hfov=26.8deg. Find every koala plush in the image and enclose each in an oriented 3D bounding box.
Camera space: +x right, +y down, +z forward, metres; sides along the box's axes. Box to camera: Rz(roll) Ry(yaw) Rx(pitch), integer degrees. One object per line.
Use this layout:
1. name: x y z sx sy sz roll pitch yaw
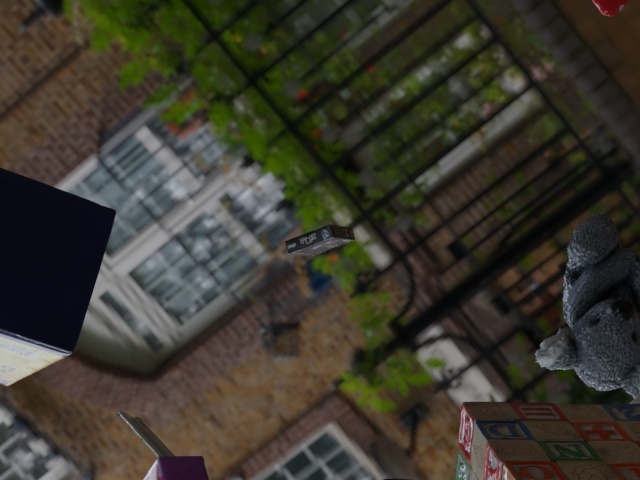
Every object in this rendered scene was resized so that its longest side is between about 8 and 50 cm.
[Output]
1. koala plush: 0.400 0.121 1.838 0.196 0.203 0.221 21 -135 4

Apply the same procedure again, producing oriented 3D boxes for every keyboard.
1. keyboard: -0.172 0.319 1.765 0.256 0.014 0.072 44 179 15

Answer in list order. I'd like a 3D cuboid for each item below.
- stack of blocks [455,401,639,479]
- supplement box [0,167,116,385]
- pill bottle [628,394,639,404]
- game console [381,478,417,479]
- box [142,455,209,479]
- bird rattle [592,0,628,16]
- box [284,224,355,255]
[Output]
1. stack of blocks: 0.278 0.206 1.122 0.171 0.297 0.087 -122 34 -73
2. supplement box: -0.427 0.053 1.741 0.195 0.194 0.356 21 160 -20
3. pill bottle: 0.450 0.261 1.401 0.283 0.160 0.160 16 163 41
4. game console: 0.251 0.455 2.163 0.361 0.213 0.044 6 -167 -9
5. box: -0.181 0.392 1.436 0.057 0.293 0.201 5 -133 -31
6. bird rattle: 0.278 -0.322 1.350 0.207 0.253 0.143 20 142 32
7. box: 0.000 0.000 1.747 0.083 0.067 0.018 7 -116 -69
